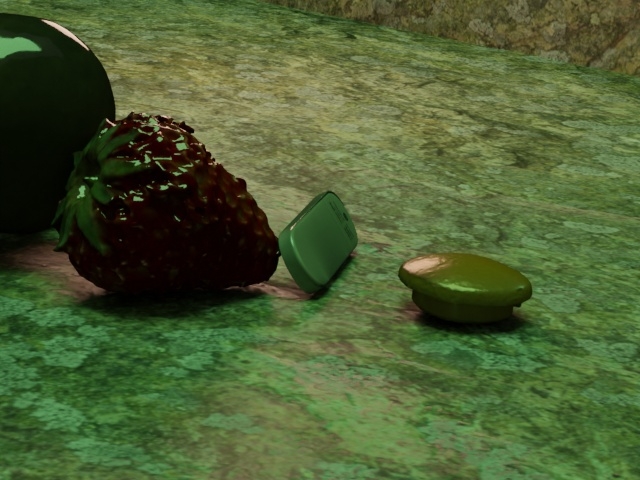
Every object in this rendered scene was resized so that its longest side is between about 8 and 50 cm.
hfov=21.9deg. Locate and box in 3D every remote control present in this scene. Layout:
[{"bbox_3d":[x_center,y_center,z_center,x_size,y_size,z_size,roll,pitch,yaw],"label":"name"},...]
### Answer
[{"bbox_3d":[0.000,0.000,1.858,0.022,0.077,0.245,-26,8,17],"label":"remote control"}]

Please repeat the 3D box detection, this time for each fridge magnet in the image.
[{"bbox_3d":[0.151,0.048,1.740,0.143,0.063,0.143,6,16,-2],"label":"fridge magnet"}]

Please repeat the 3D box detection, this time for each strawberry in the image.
[{"bbox_3d":[-0.146,-0.025,1.738,0.244,0.205,0.205,21,5,-30],"label":"strawberry"}]

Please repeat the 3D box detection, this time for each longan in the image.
[{"bbox_3d":[-0.341,-0.128,1.813,0.246,0.246,0.215,6,0,7],"label":"longan"}]
